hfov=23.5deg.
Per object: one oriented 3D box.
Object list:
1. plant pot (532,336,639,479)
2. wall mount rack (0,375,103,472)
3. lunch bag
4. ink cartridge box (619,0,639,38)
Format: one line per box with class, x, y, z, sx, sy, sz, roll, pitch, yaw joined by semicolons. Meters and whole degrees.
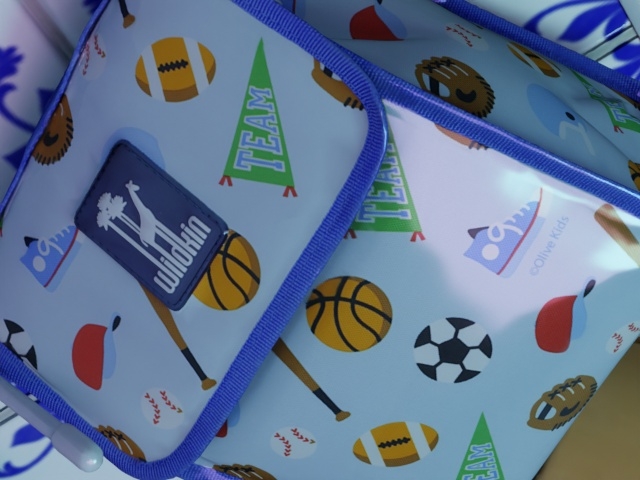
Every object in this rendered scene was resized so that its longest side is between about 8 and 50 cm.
plant pot;0.225;0.192;1.112;0.203;0.291;0.291;25;118;-5
wall mount rack;-0.255;0.173;1.032;0.304;0.130;0.350;-3;132;10
lunch bag;0.000;0.000;0.981;0.385;0.239;0.328;24;117;-16
ink cartridge box;0.413;-0.178;1.037;0.385;0.091;0.308;-7;141;33
